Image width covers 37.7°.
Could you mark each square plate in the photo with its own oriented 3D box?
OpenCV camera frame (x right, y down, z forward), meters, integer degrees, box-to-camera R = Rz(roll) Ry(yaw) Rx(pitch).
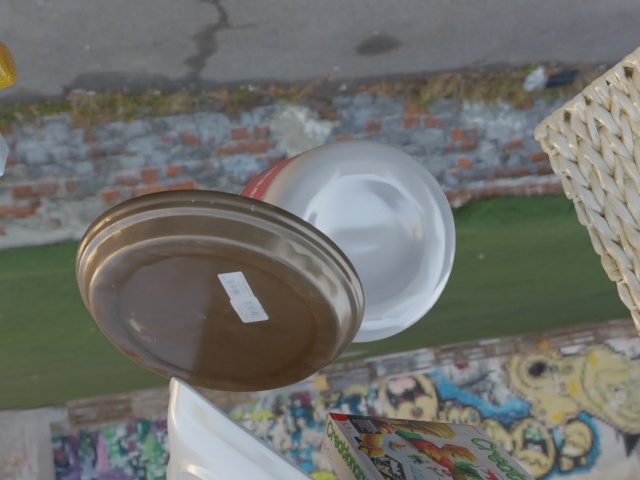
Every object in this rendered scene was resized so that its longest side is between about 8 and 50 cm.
[{"bbox_3d":[-0.016,0.293,0.847,0.049,0.344,0.347,-50,169,-28],"label":"square plate"}]

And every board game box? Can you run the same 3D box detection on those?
[{"bbox_3d":[0.136,0.264,0.949,0.193,0.053,0.305,8,-169,-19],"label":"board game box"}]

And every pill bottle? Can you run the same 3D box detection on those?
[{"bbox_3d":[0.000,0.000,1.213,0.229,0.228,0.408,-7,-179,-13],"label":"pill bottle"}]

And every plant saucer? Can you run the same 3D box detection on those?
[{"bbox_3d":[-0.098,0.062,0.885,0.278,0.041,0.277,5,137,4],"label":"plant saucer"}]

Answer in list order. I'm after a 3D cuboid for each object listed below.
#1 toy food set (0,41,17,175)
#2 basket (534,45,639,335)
[{"bbox_3d":[-0.302,-0.099,0.686,0.105,0.232,0.111,-17,129,2],"label":"toy food set"},{"bbox_3d":[0.459,-0.058,0.988,0.331,0.328,0.266,-1,152,-49],"label":"basket"}]
